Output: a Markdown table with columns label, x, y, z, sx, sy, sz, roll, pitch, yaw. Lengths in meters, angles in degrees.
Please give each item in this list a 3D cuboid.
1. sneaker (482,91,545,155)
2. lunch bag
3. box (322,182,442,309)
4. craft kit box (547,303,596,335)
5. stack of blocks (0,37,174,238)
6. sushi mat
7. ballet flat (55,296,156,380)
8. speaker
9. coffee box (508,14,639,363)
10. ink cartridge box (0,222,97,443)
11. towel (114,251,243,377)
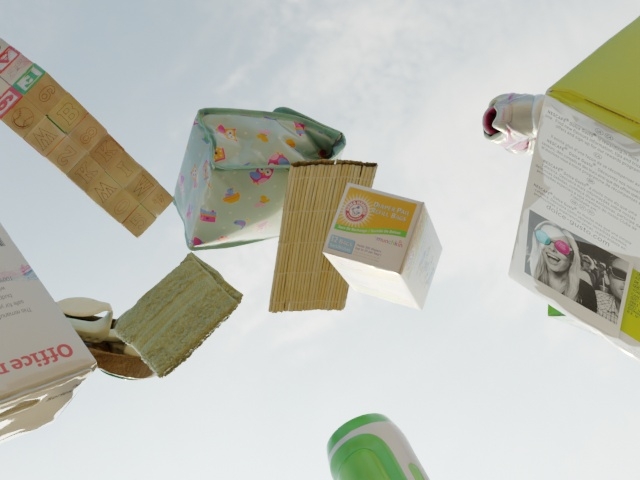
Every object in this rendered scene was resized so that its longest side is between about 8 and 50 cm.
| label | x | y | z | sx | sy | sz | roll | pitch | yaw |
| --- | --- | --- | --- | --- | --- | --- | --- | --- | --- |
| sneaker | 0.343 | -0.215 | 1.500 | 0.111 | 0.252 | 0.103 | 4 | -96 | 4 |
| lunch bag | -0.100 | -0.107 | 1.440 | 0.262 | 0.160 | 0.223 | -5 | -37 | -26 |
| box | 0.091 | 0.012 | 1.163 | 0.203 | 0.114 | 0.103 | 52 | -124 | -67 |
| craft kit box | 0.514 | 0.045 | 1.584 | 0.246 | 0.061 | 0.250 | 19 | -109 | -42 |
| stack of blocks | -0.366 | -0.144 | 1.226 | 0.087 | 0.171 | 0.297 | -49 | -42 | -8 |
| sushi mat | 0.000 | 0.000 | 1.424 | 0.151 | 0.019 | 0.317 | -2 | -52 | -17 |
| ballet flat | -0.379 | 0.159 | 1.441 | 0.342 | 0.116 | 0.124 | 23 | -63 | -43 |
| speaker | 0.112 | 0.385 | 1.150 | 0.131 | 0.296 | 0.131 | -15 | -47 | -16 |
| coffee box | 0.477 | -0.062 | 0.989 | 0.337 | 0.338 | 0.334 | -38 | -33 | -25 |
| ink cartridge box | -0.309 | 0.065 | 0.677 | 0.093 | 0.212 | 0.154 | -50 | -18 | 29 |
| towel | -0.179 | 0.094 | 1.063 | 0.148 | 0.110 | 0.027 | -45 | -26 | -13 |
